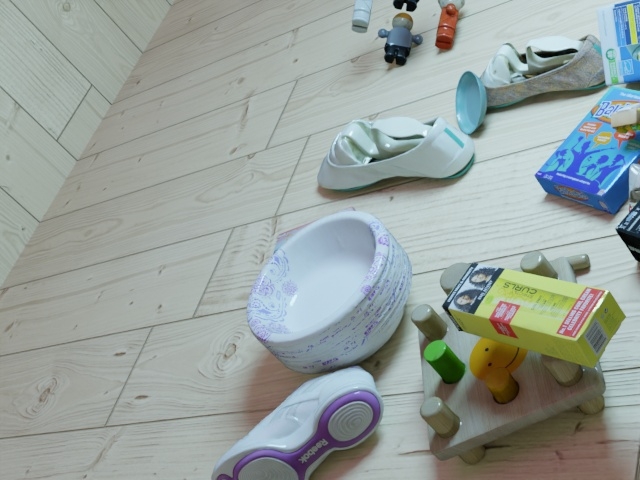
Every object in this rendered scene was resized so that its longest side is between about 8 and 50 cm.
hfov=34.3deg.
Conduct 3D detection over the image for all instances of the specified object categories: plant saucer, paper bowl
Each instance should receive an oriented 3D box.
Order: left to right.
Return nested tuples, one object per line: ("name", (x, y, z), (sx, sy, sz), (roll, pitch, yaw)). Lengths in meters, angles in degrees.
("paper bowl", (0.028, 0.099, 1.748), (0.284, 0.148, 0.284), (-29, 33, 21))
("plant saucer", (0.287, -0.261, 1.960), (0.021, 0.119, 0.119), (-3, 29, -15))

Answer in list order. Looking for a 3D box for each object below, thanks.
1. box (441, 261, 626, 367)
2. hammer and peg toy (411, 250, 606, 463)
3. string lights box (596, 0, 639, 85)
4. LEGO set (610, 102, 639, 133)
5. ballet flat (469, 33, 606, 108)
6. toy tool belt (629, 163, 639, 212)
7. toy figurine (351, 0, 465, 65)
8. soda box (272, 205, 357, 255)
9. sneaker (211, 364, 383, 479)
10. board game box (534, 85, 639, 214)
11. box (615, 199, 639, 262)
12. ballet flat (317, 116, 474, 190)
("box", (0.269, 0.092, 1.339), (0.232, 0.058, 0.087), (14, 60, 52))
("hammer and peg toy", (0.260, 0.122, 1.485), (0.266, 0.127, 0.361), (-28, 35, 22))
("string lights box", (0.584, -0.336, 1.666), (0.259, 0.133, 0.076), (-5, 6, 45))
("LEGO set", (0.574, -0.172, 1.514), (0.287, 0.107, 0.132), (-16, 11, 22))
("ballet flat", (0.385, -0.321, 1.901), (0.316, 0.106, 0.107), (-7, 47, 44))
("toy tool belt", (0.486, -0.073, 1.546), (0.051, 0.052, 0.083), (0, 81, 17))
("toy figurine", (0.185, -0.502, 2.240), (0.209, 0.213, 0.148), (-15, 53, 44))
("soda box", (0.000, 0.000, 1.983), (0.183, 0.058, 0.063), (-21, 38, 32))
("sneaker", (-0.034, 0.305, 1.634), (0.305, 0.114, 0.152), (-32, 19, 8))
("board game box", (0.468, -0.149, 1.659), (0.210, 0.047, 0.160), (-48, 33, -10))
("box", (0.527, -0.039, 1.433), (0.180, 0.077, 0.147), (-48, 32, -9))
("ballet flat", (0.118, -0.183, 2.006), (0.400, 0.139, 0.139), (-1, 50, 47))
